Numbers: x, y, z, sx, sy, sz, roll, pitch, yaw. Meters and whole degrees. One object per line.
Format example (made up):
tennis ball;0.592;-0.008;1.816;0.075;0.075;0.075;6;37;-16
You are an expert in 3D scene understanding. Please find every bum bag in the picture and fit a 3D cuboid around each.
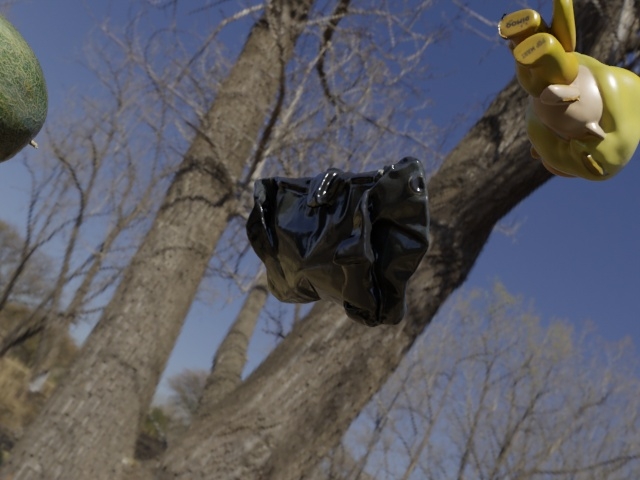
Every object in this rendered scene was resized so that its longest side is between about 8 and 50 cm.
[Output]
bum bag;0.000;0.000;0.459;0.049;0.087;0.197;-5;4;-27

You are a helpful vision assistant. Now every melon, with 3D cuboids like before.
melon;-0.266;-0.120;0.566;0.114;0.114;0.167;14;-23;43

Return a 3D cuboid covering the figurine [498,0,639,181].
figurine;0.252;-0.144;0.789;0.246;0.131;0.156;30;35;-52
